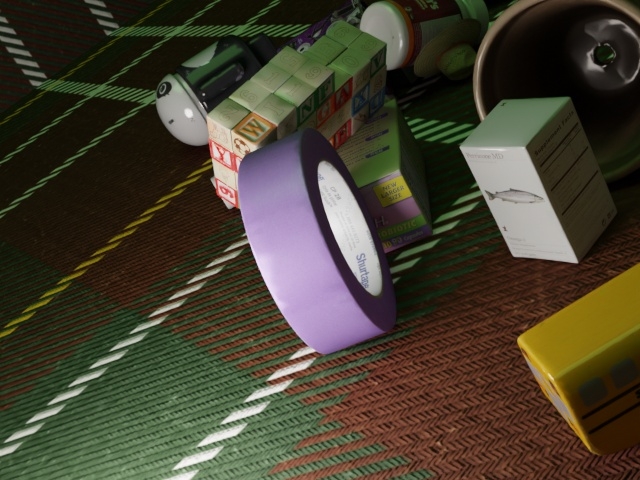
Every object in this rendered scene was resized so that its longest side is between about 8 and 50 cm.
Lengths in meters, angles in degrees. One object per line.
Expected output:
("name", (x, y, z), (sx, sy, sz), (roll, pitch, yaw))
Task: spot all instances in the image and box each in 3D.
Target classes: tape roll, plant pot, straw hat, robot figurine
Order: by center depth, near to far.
("tape roll", (0.000, 0.000, 1.300), (0.090, 0.275, 0.275), (-22, 29, 16))
("plant pot", (0.366, -0.228, 1.390), (0.263, 0.263, 0.229), (-12, 14, 32))
("straw hat", (0.240, -0.316, 1.807), (0.144, 0.144, 0.061), (-33, 67, -4))
("robot figurine", (-0.209, -0.318, 2.137), (0.278, 0.209, 0.173), (-35, 57, -8))

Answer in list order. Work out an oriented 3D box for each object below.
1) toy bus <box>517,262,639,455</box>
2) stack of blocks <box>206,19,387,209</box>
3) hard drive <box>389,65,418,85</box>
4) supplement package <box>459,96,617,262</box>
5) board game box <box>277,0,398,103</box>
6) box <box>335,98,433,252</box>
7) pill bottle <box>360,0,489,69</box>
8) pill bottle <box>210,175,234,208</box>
("toy bus", (0.366, 0.070, 0.980), (0.333, 0.130, 0.108), (-31, 28, 0))
("stack of blocks", (-0.026, -0.188, 1.476), (0.087, 0.171, 0.297), (33, 60, 22))
("hard drive", (0.170, -0.385, 2.003), (0.172, 0.054, 0.254), (-1, 40, 44))
("supplement package", (0.269, -0.074, 1.260), (0.105, 0.179, 0.105), (7, 45, 50))
("board game box", (0.023, -0.318, 1.957), (0.208, 0.056, 0.347), (-35, 36, 19))
("box", (0.045, -0.076, 1.553), (0.214, 0.117, 0.243), (-23, 28, 15))
("pill bottle", (0.189, -0.382, 1.844), (0.221, 0.121, 0.121), (-20, 18, -33))
("pill bottle", (-0.113, -0.122, 1.816), (0.152, 0.086, 0.086), (-31, 28, -1))
